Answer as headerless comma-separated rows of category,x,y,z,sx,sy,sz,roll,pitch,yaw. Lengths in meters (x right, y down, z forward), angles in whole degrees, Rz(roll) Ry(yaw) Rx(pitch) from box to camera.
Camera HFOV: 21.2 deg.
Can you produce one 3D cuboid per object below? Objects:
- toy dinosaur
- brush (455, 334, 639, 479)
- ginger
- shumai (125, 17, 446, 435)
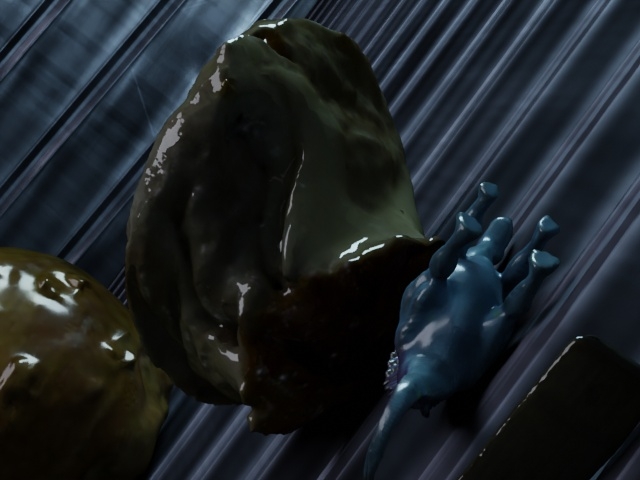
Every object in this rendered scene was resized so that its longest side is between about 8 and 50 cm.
toy dinosaur,0.054,0.027,0.654,0.080,0.045,0.197,-63,-5,31
brush,0.029,0.108,0.496,0.190,0.034,0.027,-51,18,12
ginger,-0.223,0.111,1.262,0.223,0.200,0.269,-54,9,11
shumai,0.000,0.000,0.802,0.201,0.120,0.201,-31,-50,-46
